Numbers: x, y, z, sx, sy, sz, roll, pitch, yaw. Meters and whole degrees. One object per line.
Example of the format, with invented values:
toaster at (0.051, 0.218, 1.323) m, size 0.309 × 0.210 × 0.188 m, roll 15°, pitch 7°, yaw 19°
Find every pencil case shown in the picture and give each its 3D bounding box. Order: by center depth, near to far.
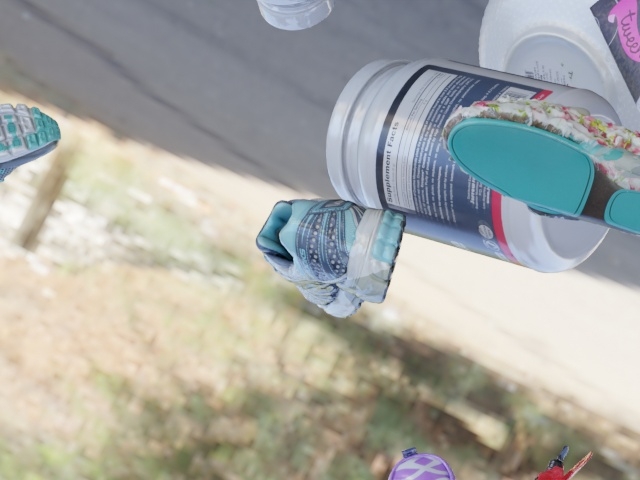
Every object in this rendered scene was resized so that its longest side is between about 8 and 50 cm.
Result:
pencil case at (0.128, 0.339, 2.244) m, size 0.206 × 0.088 × 0.086 m, roll 74°, pitch 172°, yaw -46°

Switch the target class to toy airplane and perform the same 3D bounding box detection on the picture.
toy airplane at (0.195, 0.249, 1.714) m, size 0.028 × 0.151 × 0.151 m, roll 29°, pitch 172°, yaw 0°

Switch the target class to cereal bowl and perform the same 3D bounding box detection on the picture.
cereal bowl at (0.342, -0.220, 2.457) m, size 0.339 × 0.141 × 0.339 m, roll 22°, pitch 129°, yaw 30°

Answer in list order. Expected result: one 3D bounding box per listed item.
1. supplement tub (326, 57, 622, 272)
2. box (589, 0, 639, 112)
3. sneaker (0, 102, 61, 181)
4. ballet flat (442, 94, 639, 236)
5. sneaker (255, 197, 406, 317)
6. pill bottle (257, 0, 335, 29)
supplement tub at (0.161, -0.085, 1.964) m, size 0.272 × 0.191 × 0.191 m, roll 17°, pitch 168°, yaw 39°
box at (0.358, -0.143, 1.602) m, size 0.142 × 0.163 × 0.247 m, roll 26°, pitch -146°, yaw -36°
sneaker at (-0.300, -0.066, 1.653) m, size 0.166 × 0.065 × 0.076 m, roll -16°, pitch 142°, yaw 8°
ballet flat at (0.205, -0.054, 1.370) m, size 0.241 × 0.077 × 0.091 m, roll 20°, pitch 132°, yaw -3°
sneaker at (0.000, 0.000, 1.805) m, size 0.122 × 0.110 × 0.283 m, roll 19°, pitch 170°, yaw -6°
pill bottle at (-0.039, -0.297, 1.833) m, size 0.108 × 0.108 × 0.193 m, roll 23°, pitch 152°, yaw 25°
